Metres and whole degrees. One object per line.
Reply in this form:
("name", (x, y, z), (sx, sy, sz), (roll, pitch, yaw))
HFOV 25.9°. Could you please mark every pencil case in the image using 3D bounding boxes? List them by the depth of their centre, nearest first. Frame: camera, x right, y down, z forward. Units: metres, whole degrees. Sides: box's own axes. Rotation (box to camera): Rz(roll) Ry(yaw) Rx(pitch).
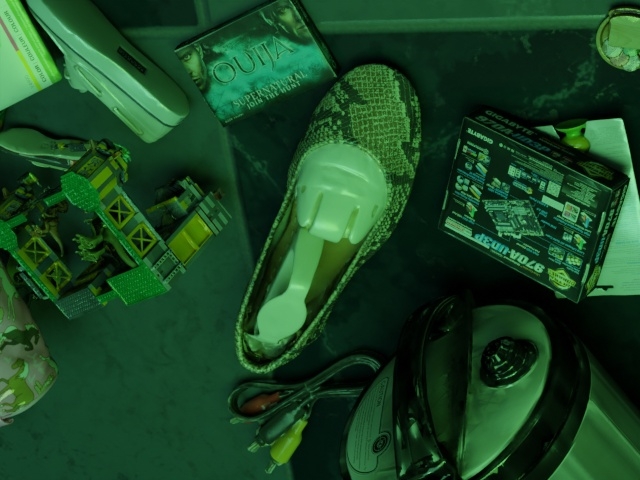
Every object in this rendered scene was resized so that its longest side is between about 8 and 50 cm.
("pencil case", (-0.512, 0.080, 1.955), (0.160, 0.167, 0.386), (17, 138, 52))

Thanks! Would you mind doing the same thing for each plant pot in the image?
("plant pot", (-0.420, 0.037, 2.062), (0.079, 0.083, 0.083), (15, 126, -6))

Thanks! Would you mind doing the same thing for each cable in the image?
("cable", (-0.026, 0.228, 2.085), (0.287, 0.072, 0.139), (-39, 87, 21))

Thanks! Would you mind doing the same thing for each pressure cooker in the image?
("pressure cooker", (0.234, 0.278, 1.804), (0.375, 0.370, 0.420), (-48, 118, -10))

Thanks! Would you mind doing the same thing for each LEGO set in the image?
("LEGO set", (-0.285, -0.038, 1.913), (0.255, 0.192, 0.331), (47, 140, -10))

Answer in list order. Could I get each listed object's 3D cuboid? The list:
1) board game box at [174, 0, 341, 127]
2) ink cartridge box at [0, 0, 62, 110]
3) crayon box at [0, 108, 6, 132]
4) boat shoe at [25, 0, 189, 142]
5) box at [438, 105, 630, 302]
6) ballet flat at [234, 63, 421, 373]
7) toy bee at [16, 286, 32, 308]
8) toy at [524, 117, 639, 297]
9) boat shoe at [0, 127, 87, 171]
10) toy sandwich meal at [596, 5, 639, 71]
("board game box", (-0.083, -0.234, 1.804), (0.186, 0.026, 0.126), (-22, 114, 28))
("ink cartridge box", (-0.496, -0.242, 1.809), (0.255, 0.097, 0.189), (-28, 120, -4))
("crayon box", (-0.598, -0.161, 1.981), (0.278, 0.081, 0.165), (22, 126, 3))
("boat shoe", (-0.296, -0.234, 1.836), (0.267, 0.096, 0.088), (40, 120, -19))
("box", (0.264, -0.047, 1.752), (0.220, 0.051, 0.175), (29, 129, 26))
("ballet flat", (0.000, 0.000, 1.834), (0.164, 0.182, 0.483), (26, 126, 1))
("toy bee", (-0.550, 0.201, 2.176), (0.162, 0.298, 0.195), (23, 168, 36))
("toy", (0.347, -0.045, 1.769), (0.137, 0.056, 0.237), (-4, 115, 31))
("boat shoe", (-0.389, -0.124, 1.956), (0.137, 0.049, 0.043), (10, 142, -2))
("toy sandwich meal", (0.368, -0.238, 1.655), (0.085, 0.029, 0.086), (8, 124, 13))
